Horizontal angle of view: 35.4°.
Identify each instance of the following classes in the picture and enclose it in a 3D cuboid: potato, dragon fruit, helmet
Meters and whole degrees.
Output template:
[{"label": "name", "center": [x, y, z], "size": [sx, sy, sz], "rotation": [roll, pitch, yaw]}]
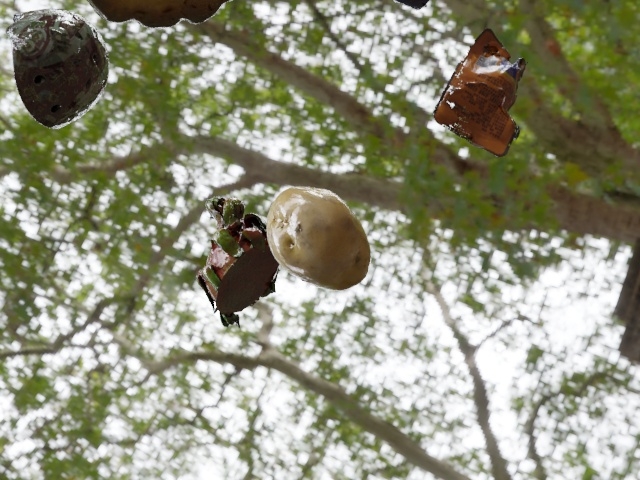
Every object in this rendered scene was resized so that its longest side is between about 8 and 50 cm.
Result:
[{"label": "potato", "center": [0.000, 0.000, 0.699], "size": [0.083, 0.068, 0.062], "rotation": [34, -103, -36]}, {"label": "dragon fruit", "center": [-0.113, 0.022, 1.418], "size": [0.142, 0.175, 0.138], "rotation": [-24, -20, 10]}, {"label": "helmet", "center": [-0.341, -0.240, 1.350], "size": [0.107, 0.177, 0.153], "rotation": [-17, -52, 4]}]

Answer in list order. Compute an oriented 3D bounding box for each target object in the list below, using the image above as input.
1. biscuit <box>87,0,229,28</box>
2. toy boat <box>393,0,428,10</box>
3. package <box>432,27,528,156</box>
[{"label": "biscuit", "center": [-0.174, -0.375, 0.969], "size": [0.335, 0.078, 0.329], "rotation": [21, -68, -34]}, {"label": "toy boat", "center": [0.083, -0.483, 1.582], "size": [0.318, 0.072, 0.219], "rotation": [26, -133, -40]}, {"label": "package", "center": [0.151, -0.133, 0.890], "size": [0.077, 0.033, 0.110], "rotation": [40, -119, -26]}]
